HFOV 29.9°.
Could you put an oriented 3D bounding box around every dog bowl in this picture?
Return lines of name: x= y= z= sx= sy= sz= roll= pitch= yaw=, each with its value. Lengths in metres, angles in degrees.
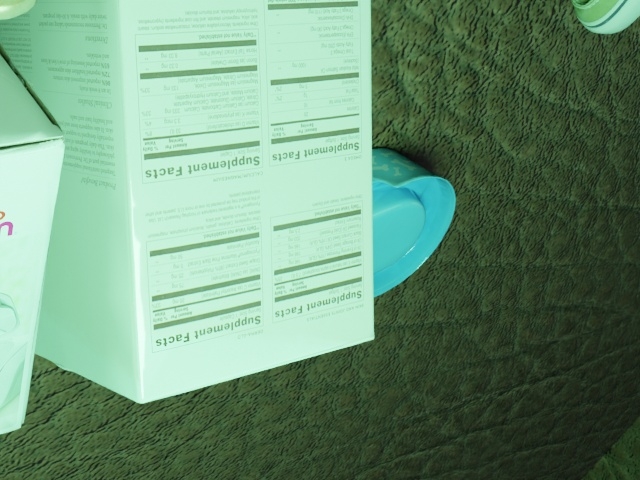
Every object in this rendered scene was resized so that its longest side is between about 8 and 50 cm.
dog bowl: x=0.000 y=0.000 z=1.212 sx=0.297 sy=0.074 sz=0.166 roll=-21 pitch=143 yaw=-28

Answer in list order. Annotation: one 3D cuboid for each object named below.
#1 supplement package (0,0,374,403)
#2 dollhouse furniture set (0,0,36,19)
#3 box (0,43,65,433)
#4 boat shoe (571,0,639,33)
supplement package: x=-0.099 y=-0.058 z=0.818 sx=0.198 sy=0.199 sz=0.263 roll=-11 pitch=106 yaw=-39
dollhouse furniture set: x=-0.233 y=-0.220 z=0.447 sx=0.303 sy=0.174 sz=0.356 roll=-25 pitch=157 yaw=-32
box: x=-0.267 y=-0.040 z=0.699 sx=0.126 sy=0.262 sz=0.231 roll=-16 pitch=141 yaw=-34
boat shoe: x=0.282 y=-0.335 z=1.098 sx=0.094 sy=0.109 sz=0.302 roll=-2 pitch=124 yaw=-25
